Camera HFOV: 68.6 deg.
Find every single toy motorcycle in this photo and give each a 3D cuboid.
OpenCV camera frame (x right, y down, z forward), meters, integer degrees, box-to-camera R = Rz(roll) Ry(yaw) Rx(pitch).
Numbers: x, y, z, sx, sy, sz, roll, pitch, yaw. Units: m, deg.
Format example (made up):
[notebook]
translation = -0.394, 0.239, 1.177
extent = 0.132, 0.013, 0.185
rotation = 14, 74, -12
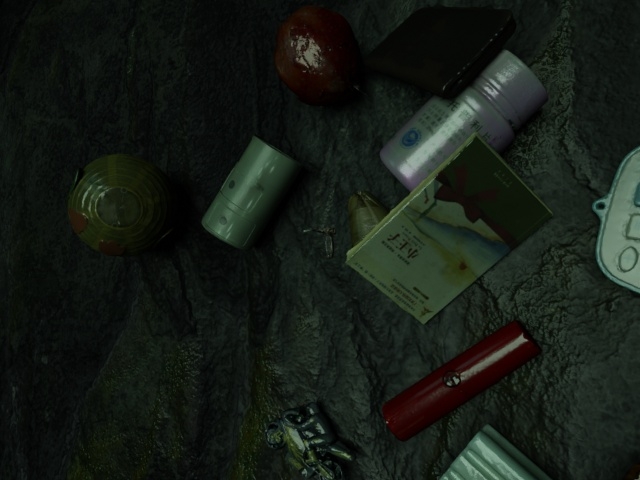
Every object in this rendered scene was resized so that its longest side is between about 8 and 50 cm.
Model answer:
[toy motorcycle]
translation = -0.019, 0.374, 0.890
extent = 0.194, 0.061, 0.124
rotation = 21, 89, 33

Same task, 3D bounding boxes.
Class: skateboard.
[skateboard]
translation = 0.000, 0.000, 0.932
extent = 0.032, 0.083, 0.063
rotation = -8, 78, 28

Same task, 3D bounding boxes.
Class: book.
[book]
translation = 0.210, -0.009, 0.775
extent = 0.289, 0.201, 0.026
rotation = -46, 19, 15

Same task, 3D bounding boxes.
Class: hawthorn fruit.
[hawthorn fruit]
translation = 0.009, -0.355, 0.941
extent = 0.181, 0.181, 0.235
rotation = -48, 62, 14

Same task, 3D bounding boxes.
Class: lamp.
[lamp]
translation = -0.478, -0.088, 1.149
extent = 0.250, 0.251, 0.284
rotation = -68, 18, 3

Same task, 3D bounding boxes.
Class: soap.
[soap]
translation = 0.300, 0.425, 0.680
extent = 0.265, 0.088, 0.159
rotation = 38, 101, 30

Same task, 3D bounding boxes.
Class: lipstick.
[lipstick]
translation = 0.223, 0.232, 0.770
extent = 0.280, 0.073, 0.073
rotation = -41, 64, 18

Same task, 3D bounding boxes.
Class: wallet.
[wallet]
translation = 0.194, -0.339, 0.823
extent = 0.165, 0.042, 0.309
rotation = -43, 33, 4

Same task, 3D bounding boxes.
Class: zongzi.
[zongzi]
translation = 0.140, -0.027, 0.867
extent = 0.176, 0.078, 0.160
rotation = -12, 75, 17

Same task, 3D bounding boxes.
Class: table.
[table]
translation = -0.147, -0.100, 1.011
extent = 0.126, 0.126, 0.219
rotation = 38, 99, 29

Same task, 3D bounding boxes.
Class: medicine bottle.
[medicine bottle]
translation = 0.235, -0.185, 0.792
extent = 0.254, 0.152, 0.152
rotation = -46, 63, 17

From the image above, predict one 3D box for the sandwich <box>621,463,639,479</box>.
[sandwich]
translation = 0.494, 0.348, 0.578
extent = 0.293, 0.109, 0.211
rotation = -8, 68, 24

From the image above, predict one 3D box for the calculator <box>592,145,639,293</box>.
[calculator]
translation = 0.577, -0.011, 0.622
extent = 0.387, 0.054, 0.255
rotation = 16, 89, 32
